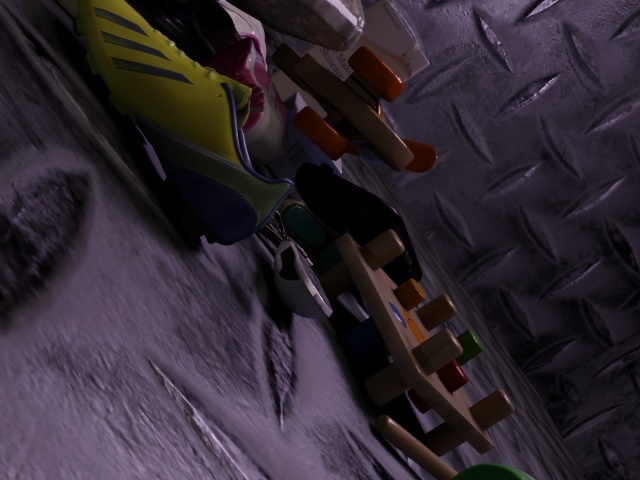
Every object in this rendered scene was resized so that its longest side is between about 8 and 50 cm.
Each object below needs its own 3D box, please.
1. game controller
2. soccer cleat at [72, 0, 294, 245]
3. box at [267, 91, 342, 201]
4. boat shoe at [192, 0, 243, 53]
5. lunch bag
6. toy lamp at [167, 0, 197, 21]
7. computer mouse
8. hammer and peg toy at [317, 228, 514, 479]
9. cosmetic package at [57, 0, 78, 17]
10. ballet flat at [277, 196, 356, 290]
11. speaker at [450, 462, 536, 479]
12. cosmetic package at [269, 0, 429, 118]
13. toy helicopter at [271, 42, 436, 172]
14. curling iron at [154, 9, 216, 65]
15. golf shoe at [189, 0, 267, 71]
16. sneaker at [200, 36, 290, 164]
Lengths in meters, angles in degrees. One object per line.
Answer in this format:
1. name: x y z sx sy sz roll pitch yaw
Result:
1. game controller: 0.063 -0.015 1.346 0.166 0.067 0.319 20 -14 19
2. soccer cleat: -0.127 -0.131 0.854 0.289 0.121 0.093 57 10 12
3. box: -0.038 -0.153 1.477 0.130 0.091 0.170 53 10 -13
4. boat shoe: -0.155 -0.321 1.436 0.049 0.056 0.152 33 -14 50
5. lunch bag: -0.073 -0.408 1.333 0.287 0.169 0.235 44 9 38
6. toy lamp: -0.233 -0.381 1.336 0.080 0.080 0.275 56 6 4
7. computer mouse: -0.033 0.036 1.017 0.106 0.042 0.193 57 2 -21
8. hammer and peg toy: 0.140 0.167 1.160 0.266 0.127 0.361 47 13 -45
9. cosmetic package: -0.250 -0.261 0.932 0.115 0.041 0.060 47 12 -44
10. ballet flat: 0.000 0.000 1.264 0.168 0.057 0.052 52 0 -26
11. speaker: 0.237 0.352 1.023 0.296 0.131 0.131 47 13 -44
12. cosmetic package: 0.041 -0.318 1.770 0.160 0.309 0.113 55 10 -5
13. toy helicopter: 0.032 -0.203 1.357 0.235 0.140 0.355 39 6 -40
14. curling iron: -0.178 -0.277 1.382 0.068 0.035 0.274 44 7 23
15. golf shoe: -0.178 -0.391 1.547 0.306 0.115 0.140 45 18 -45
16. sneaker: -0.106 -0.190 1.279 0.111 0.103 0.252 54 15 -40
